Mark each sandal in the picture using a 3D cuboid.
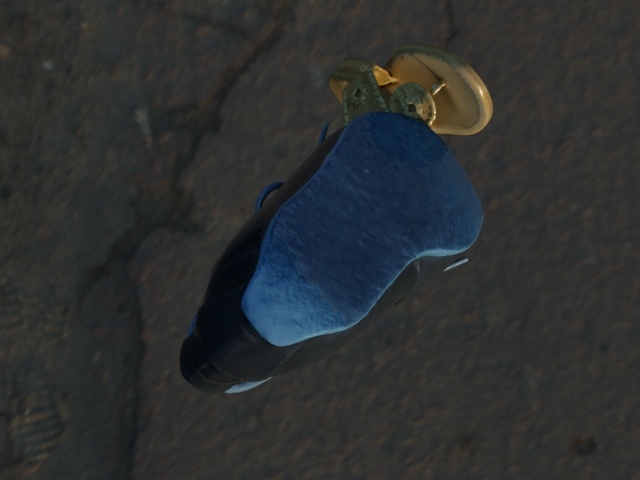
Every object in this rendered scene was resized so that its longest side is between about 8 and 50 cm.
[{"bbox_3d":[0.049,-0.094,1.297,0.079,0.240,0.088,-45,108,-12],"label":"sandal"}]

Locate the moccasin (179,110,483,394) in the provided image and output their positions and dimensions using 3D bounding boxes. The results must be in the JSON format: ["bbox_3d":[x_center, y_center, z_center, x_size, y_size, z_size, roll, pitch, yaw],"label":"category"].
[{"bbox_3d":[0.000,0.000,1.107,0.138,0.117,0.342,54,29,5],"label":"moccasin"}]
